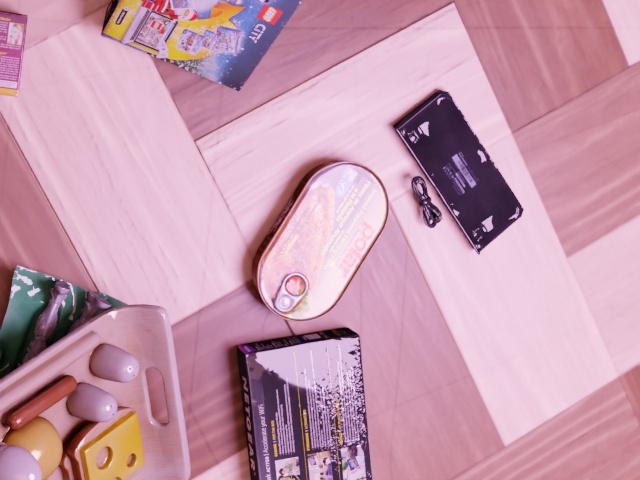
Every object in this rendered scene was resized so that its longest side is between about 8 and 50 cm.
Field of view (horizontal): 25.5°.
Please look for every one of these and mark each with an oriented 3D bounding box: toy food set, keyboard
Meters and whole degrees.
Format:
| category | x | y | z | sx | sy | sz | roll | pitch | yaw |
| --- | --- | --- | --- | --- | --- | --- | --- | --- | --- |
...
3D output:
| category | x | y | z | sx | sy | sz | roll | pitch | yaw |
| --- | --- | --- | --- | --- | --- | --- | --- | --- | --- |
| toy food set | -0.244 | 0.225 | 1.395 | 0.306 | 0.092 | 0.220 | -35 | 129 | -45 |
| keyboard | 0.146 | -0.069 | 1.600 | 0.108 | 0.023 | 0.180 | -40 | 107 | -15 |

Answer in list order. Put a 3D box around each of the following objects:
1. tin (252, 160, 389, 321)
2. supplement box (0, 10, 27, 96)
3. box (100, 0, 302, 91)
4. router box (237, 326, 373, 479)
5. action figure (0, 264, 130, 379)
| category | x | y | z | sx | sy | sz | roll | pitch | yaw |
| --- | --- | --- | --- | --- | --- | --- | --- | --- | --- |
| tin | 0.000 | 0.000 | 1.556 | 0.106 | 0.040 | 0.190 | 33 | 87 | -15 |
| supplement box | -0.327 | -0.189 | 1.419 | 0.055 | 0.043 | 0.083 | 7 | 97 | -18 |
| box | -0.100 | -0.261 | 1.400 | 0.159 | 0.233 | 0.044 | 20 | 48 | -20 |
| router box | -0.016 | 0.196 | 1.574 | 0.133 | 0.046 | 0.179 | -8 | 100 | -16 |
| action figure | -0.296 | 0.156 | 1.475 | 0.137 | 0.063 | 0.232 | 22 | 95 | -22 |
